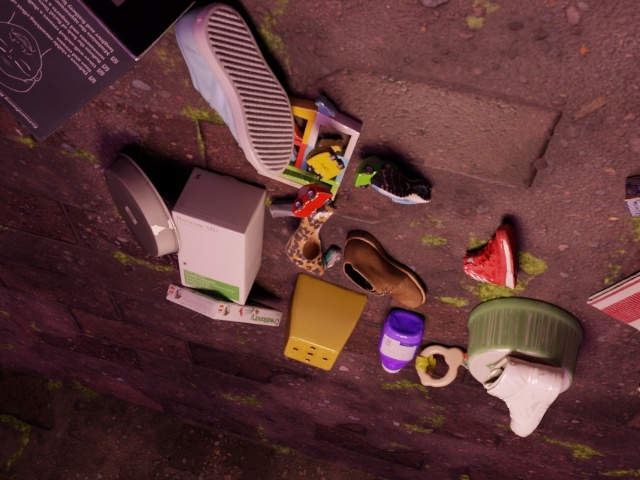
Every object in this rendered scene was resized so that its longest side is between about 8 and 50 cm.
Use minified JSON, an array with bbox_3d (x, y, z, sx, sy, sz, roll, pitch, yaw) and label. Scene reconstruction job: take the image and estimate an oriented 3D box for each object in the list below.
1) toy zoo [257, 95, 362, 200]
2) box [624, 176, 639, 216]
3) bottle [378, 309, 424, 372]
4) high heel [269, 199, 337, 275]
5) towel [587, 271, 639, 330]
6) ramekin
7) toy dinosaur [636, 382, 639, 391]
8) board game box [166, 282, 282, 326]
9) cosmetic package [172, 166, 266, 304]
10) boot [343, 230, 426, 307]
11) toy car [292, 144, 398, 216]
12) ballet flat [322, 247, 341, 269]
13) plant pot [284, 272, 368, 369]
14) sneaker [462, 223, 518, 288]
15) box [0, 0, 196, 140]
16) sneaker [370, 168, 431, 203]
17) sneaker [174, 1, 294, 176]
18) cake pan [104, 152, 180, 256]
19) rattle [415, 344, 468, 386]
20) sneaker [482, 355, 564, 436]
[{"bbox_3d":[-0.025,-0.210,1.496,0.192,0.030,0.293,20,147,0],"label":"toy zoo"},{"bbox_3d":[0.665,-0.092,1.291,0.169,0.059,0.054,-7,140,34],"label":"box"},{"bbox_3d":[0.234,0.311,2.065,0.118,0.092,0.283,15,147,8],"label":"bottle"},{"bbox_3d":[0.000,0.000,1.724,0.186,0.093,0.261,0,134,37],"label":"high heel"},{"bbox_3d":[0.834,0.169,1.611,0.329,0.037,0.237,26,148,-8],"label":"towel"},{"bbox_3d":[0.536,0.295,1.837,0.303,0.148,0.303,13,147,9],"label":"ramekin"},{"bbox_3d":[0.996,0.420,1.873,0.268,0.064,0.118,23,153,-10],"label":"toy dinosaur"},{"bbox_3d":[-0.275,0.190,2.023,0.193,0.053,0.305,17,179,34],"label":"board game box"},{"bbox_3d":[-0.260,-0.003,1.804,0.197,0.155,0.365,17,148,6],"label":"cosmetic package"},{"bbox_3d":[0.161,0.108,1.790,0.112,0.115,0.305,-19,133,41],"label":"boot"},{"bbox_3d":[0.056,-0.142,1.475,0.225,0.053,0.239,-10,153,-16],"label":"toy car"},{"bbox_3d":[0.025,0.054,1.850,0.041,0.041,0.114,28,147,-13],"label":"ballet flat"},{"bbox_3d":[-0.005,0.251,2.013,0.212,0.187,0.212,20,147,0],"label":"plant pot"},{"bbox_3d":[0.389,0.041,1.603,0.128,0.087,0.221,3,142,21],"label":"sneaker"},{"bbox_3d":[-0.475,-0.407,1.239,0.395,0.212,0.293,-19,123,43],"label":"box"},{"bbox_3d":[0.164,-0.104,1.485,0.162,0.063,0.073,15,154,-38],"label":"sneaker"},{"bbox_3d":[-0.168,-0.294,1.361,0.150,0.135,0.366,18,139,44],"label":"sneaker"},{"bbox_3d":[-0.456,-0.079,1.742,0.293,0.054,0.293,43,153,29],"label":"cake pan"},{"bbox_3d":[0.399,0.377,2.104,0.200,0.130,0.143,-24,145,13],"label":"rattle"},{"bbox_3d":[0.497,0.394,1.778,0.169,0.108,0.292,16,137,8],"label":"sneaker"}]
